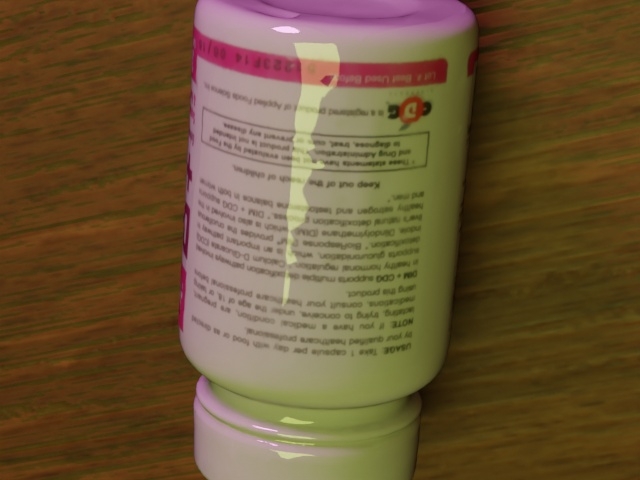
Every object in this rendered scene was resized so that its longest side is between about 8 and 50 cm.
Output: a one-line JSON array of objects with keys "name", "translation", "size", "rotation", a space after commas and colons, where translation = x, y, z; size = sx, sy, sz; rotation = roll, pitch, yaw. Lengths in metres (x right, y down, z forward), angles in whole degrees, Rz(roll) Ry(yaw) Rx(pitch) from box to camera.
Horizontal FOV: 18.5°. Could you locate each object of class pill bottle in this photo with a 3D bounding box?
[{"name": "pill bottle", "translation": [0.000, 0.000, 1.130], "size": [0.160, 0.160, 0.283], "rotation": [7, 108, 10]}]
